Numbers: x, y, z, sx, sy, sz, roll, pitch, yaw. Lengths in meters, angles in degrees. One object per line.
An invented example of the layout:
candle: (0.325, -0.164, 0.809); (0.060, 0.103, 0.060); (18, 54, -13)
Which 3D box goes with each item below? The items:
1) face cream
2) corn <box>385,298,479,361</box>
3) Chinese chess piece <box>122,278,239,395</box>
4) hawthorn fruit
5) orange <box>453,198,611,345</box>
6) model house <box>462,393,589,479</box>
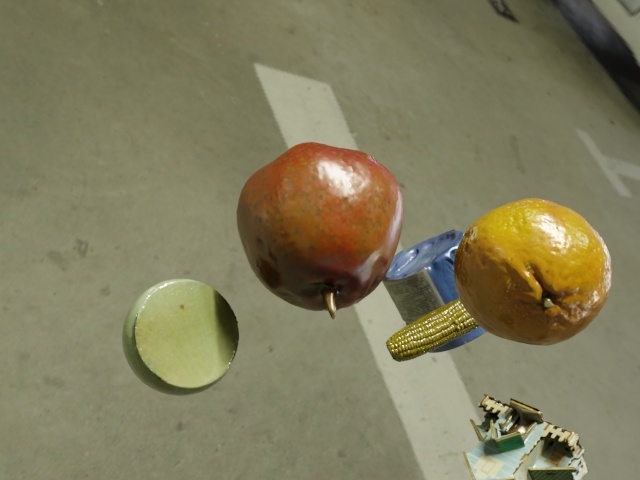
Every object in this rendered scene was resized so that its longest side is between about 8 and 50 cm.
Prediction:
face cream: (0.302, 0.121, 1.745); (0.225, 0.249, 0.249); (59, 36, -10)
corn: (0.248, 0.190, 1.507); (0.231, 0.080, 0.080); (-26, 67, -7)
Chinese chess piece: (-0.225, 0.156, 1.138); (0.188, 0.083, 0.189); (10, 69, -28)
hawthorn fruit: (0.000, 0.000, 1.133); (0.277, 0.277, 0.298); (18, 49, -29)
orange: (0.245, 0.039, 0.819); (0.177, 0.177, 0.155); (43, 42, 0)
model house: (0.397, 0.467, 1.479); (0.206, 0.271, 0.178); (-43, 125, -23)
